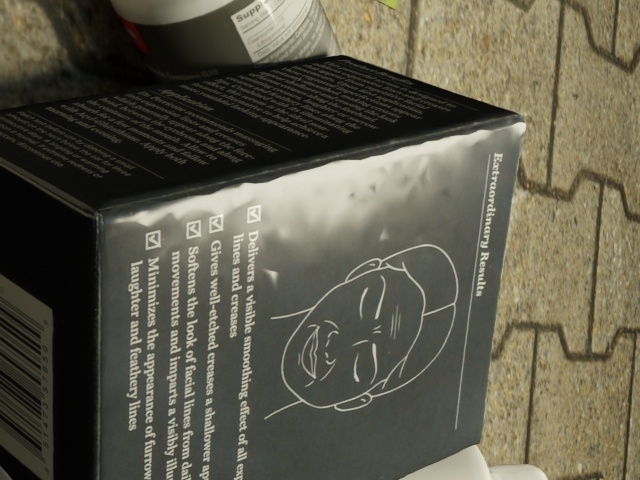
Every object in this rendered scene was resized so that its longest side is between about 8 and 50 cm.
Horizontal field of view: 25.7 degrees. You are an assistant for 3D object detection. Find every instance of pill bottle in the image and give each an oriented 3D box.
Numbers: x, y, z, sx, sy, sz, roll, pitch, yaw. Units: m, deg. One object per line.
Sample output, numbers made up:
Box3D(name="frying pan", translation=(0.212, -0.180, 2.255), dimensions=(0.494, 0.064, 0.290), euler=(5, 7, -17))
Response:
Box3D(name="pill bottle", translation=(-0.084, -0.196, 1.197), dimensions=(0.161, 0.161, 0.283), euler=(-64, 143, -33))

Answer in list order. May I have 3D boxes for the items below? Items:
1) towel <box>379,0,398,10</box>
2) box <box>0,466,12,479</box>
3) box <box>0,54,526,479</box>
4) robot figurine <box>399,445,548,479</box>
Box3D(name="towel", translation=(0.079, -0.312, 1.621), dimensions=(0.060, 0.009, 0.083), euler=(10, 86, -61))
Box3D(name="box", translation=(-0.329, 0.168, 0.641), dimensions=(0.343, 0.179, 0.312), euler=(51, 41, -3))
Box3D(name="box", translation=(-0.064, 0.044, 1.058), dimensions=(0.395, 0.212, 0.294), euler=(-15, 119, -40))
Box3D(name="robot figurine", translation=(0.022, 0.265, 1.189), dimensions=(0.200, 0.353, 0.300), euler=(101, -14, -47))
